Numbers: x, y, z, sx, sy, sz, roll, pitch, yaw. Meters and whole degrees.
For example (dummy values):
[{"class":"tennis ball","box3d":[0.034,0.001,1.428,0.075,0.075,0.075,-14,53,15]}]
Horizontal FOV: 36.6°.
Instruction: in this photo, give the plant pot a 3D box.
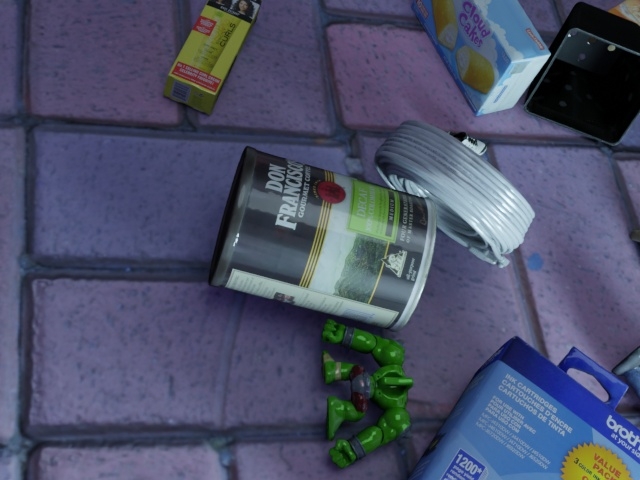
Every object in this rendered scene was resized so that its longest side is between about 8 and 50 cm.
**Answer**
[{"class":"plant pot","box3d":[0.487,-0.316,1.726,0.187,0.188,0.167,19,45,-6]}]

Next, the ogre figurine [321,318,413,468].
[{"class":"ogre figurine","box3d":[0.064,0.208,1.328,0.118,0.097,0.197,-1,49,-5]}]

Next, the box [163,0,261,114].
[{"class":"box","box3d":[-0.175,-0.317,1.582,0.087,0.058,0.232,24,57,-4]}]

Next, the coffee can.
[{"class":"coffee can","box3d":[0.000,0.000,1.365,0.275,0.201,0.202,15,57,-9]}]

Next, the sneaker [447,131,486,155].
[{"class":"sneaker","box3d":[0.247,-0.165,1.638,0.083,0.037,0.032,4,58,-17]}]

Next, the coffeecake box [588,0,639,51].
[{"class":"coffeecake box","box3d":[0.621,-0.393,1.872,0.185,0.068,0.142,-32,73,-31]}]

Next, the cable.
[{"class":"cable","box3d":[0.200,-0.077,1.448,0.257,0.257,0.089,36,84,13]}]

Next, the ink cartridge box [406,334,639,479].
[{"class":"ink cartridge box","box3d":[0.279,0.322,1.298,0.270,0.151,0.395,37,55,6]}]

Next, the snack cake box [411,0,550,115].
[{"class":"snack cake box","box3d":[0.277,-0.373,1.701,0.089,0.152,0.264,-15,66,-24]}]

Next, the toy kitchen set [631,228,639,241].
[{"class":"toy kitchen set","box3d":[0.577,0.025,1.635,0.068,0.075,0.083,-9,103,-18]}]

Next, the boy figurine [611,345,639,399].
[{"class":"boy figurine","box3d":[0.564,0.276,1.448,0.177,0.092,0.285,-25,67,-31]}]
